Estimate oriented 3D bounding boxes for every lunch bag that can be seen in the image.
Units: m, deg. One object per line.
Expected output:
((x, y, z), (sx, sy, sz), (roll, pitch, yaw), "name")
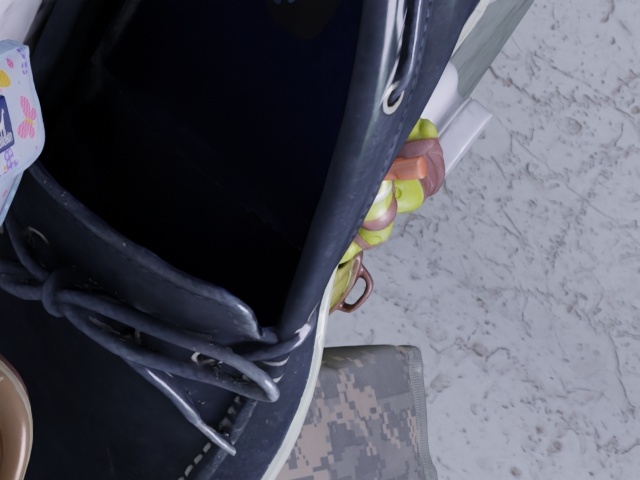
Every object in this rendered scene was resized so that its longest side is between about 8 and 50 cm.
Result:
((-0.138, -0.030, 0.649), (0.083, 0.053, 0.071), (-64, 172, 24), "lunch bag")
((-0.106, 0.163, 1.043), (0.287, 0.169, 0.235), (-13, 175, 34), "lunch bag")

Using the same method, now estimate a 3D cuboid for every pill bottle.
((0.031, -0.102, 1.137), (0.086, 0.152, 0.086), (-51, 176, -5), "pill bottle")

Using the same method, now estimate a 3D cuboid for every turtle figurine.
((0.000, 0.000, 1.018), (0.269, 0.087, 0.217), (-36, -173, 36), "turtle figurine")

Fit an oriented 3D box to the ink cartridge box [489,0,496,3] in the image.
((0.093, -0.231, 0.945), (0.207, 0.119, 0.353), (-53, 176, 18), "ink cartridge box")

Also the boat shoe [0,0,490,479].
((-0.067, -0.012, 0.751), (0.156, 0.187, 0.500), (-36, 159, -56), "boat shoe")

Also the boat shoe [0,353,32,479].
((-0.238, 0.157, 0.797), (0.342, 0.123, 0.123), (-54, -171, 20), "boat shoe")
